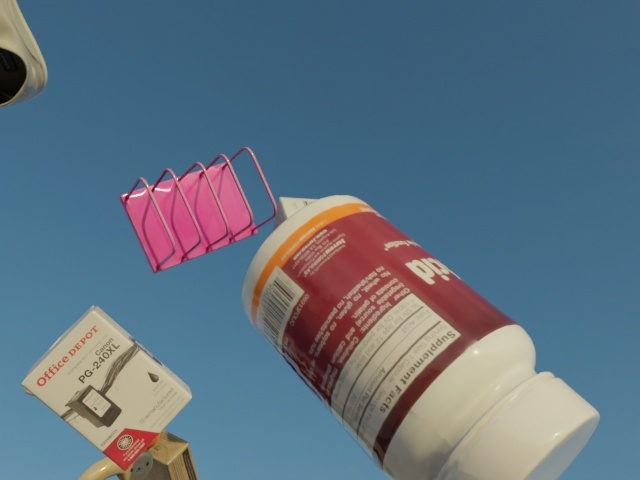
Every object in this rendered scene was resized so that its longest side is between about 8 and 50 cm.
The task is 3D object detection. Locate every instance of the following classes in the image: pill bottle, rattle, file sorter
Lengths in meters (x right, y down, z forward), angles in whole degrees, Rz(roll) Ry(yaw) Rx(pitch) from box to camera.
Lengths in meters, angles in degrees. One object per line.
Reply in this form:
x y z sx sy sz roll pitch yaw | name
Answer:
0.103 0.136 0.775 0.224 0.392 0.224 -30 -37 -26 | pill bottle
-0.285 0.378 1.002 0.143 0.200 0.130 18 -33 53 | rattle
-0.281 -0.082 1.555 0.291 0.202 0.182 -23 -3 -33 | file sorter

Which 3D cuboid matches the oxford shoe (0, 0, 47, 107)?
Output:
-0.605 -0.411 1.087 0.169 0.130 0.449 -10 -49 10 | oxford shoe

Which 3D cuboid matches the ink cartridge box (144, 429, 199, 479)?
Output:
-0.442 0.591 1.756 0.235 0.088 0.193 14 -53 31 | ink cartridge box

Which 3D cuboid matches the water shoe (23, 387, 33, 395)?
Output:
-0.630 0.350 1.647 0.203 0.073 0.080 -20 -44 -22 | water shoe

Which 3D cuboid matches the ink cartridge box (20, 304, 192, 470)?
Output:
-0.238 0.163 0.739 0.150 0.063 0.109 44 -101 -11 | ink cartridge box

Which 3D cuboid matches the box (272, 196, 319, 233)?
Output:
0.000 0.000 1.442 0.181 0.182 0.119 2 -59 -17 | box
